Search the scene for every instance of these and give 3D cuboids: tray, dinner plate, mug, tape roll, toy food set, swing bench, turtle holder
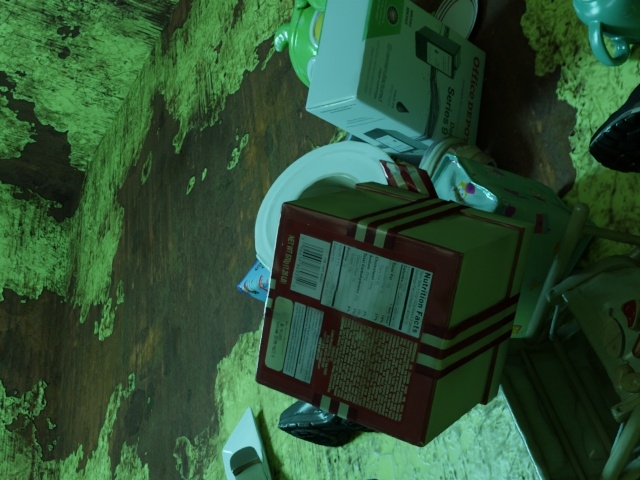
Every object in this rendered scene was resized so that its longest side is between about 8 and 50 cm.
[{"bbox_3d":[-0.139,0.484,1.960,0.145,0.030,0.270,-60,30,26],"label":"tray"},{"bbox_3d":[0.244,-0.392,1.742,0.141,0.017,0.141,-38,44,49],"label":"dinner plate"},{"bbox_3d":[0.411,-0.336,1.310,0.129,0.097,0.157,-39,42,47],"label":"mug"},{"bbox_3d":[0.030,-0.028,1.646,0.286,0.100,0.286,-15,54,23],"label":"tape roll"},{"bbox_3d":[0.319,0.109,0.959,0.078,0.019,0.122,-51,27,45],"label":"toy food set"},{"bbox_3d":[0.339,0.139,1.124,0.254,0.165,0.253,-61,30,34],"label":"swing bench"},{"bbox_3d":[0.072,-0.389,1.776,0.227,0.243,0.320,39,149,39],"label":"turtle holder"}]

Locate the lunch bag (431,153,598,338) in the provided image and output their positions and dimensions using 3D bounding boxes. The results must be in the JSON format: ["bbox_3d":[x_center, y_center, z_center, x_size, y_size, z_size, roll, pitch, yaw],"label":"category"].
[{"bbox_3d":[0.216,0.036,1.331,0.262,0.223,0.160,-61,40,22],"label":"lunch bag"}]

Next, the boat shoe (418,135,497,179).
[{"bbox_3d":[0.192,-0.001,1.518,0.116,0.123,0.324,24,104,45],"label":"boat shoe"}]

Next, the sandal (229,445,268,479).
[{"bbox_3d":[-0.127,0.490,1.841,0.088,0.079,0.240,-25,20,2],"label":"sandal"}]

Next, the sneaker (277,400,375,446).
[{"bbox_3d":[0.030,0.285,1.701,0.286,0.109,0.130,-27,42,46],"label":"sneaker"}]

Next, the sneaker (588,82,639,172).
[{"bbox_3d":[0.454,-0.193,1.181,0.283,0.107,0.124,-39,28,43],"label":"sneaker"}]

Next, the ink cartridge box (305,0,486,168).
[{"bbox_3d":[0.133,-0.264,1.572,0.122,0.289,0.211,-6,69,47],"label":"ink cartridge box"}]

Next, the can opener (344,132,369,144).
[{"bbox_3d":[0.065,-0.208,1.741,0.074,0.093,0.280,-55,-12,-46],"label":"can opener"}]

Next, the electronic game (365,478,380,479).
[{"bbox_3d":[0.052,0.495,1.544,0.229,0.048,0.229,-55,17,26],"label":"electronic game"}]

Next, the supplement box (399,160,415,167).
[{"bbox_3d":[0.164,-0.095,1.706,0.062,0.036,0.098,-12,65,59],"label":"supplement box"}]

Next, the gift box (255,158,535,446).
[{"bbox_3d":[0.081,0.054,1.120,0.276,0.258,0.255,23,108,27],"label":"gift box"}]

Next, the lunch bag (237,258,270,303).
[{"bbox_3d":[0.000,0.000,1.875,0.221,0.138,0.293,-15,43,60],"label":"lunch bag"}]
